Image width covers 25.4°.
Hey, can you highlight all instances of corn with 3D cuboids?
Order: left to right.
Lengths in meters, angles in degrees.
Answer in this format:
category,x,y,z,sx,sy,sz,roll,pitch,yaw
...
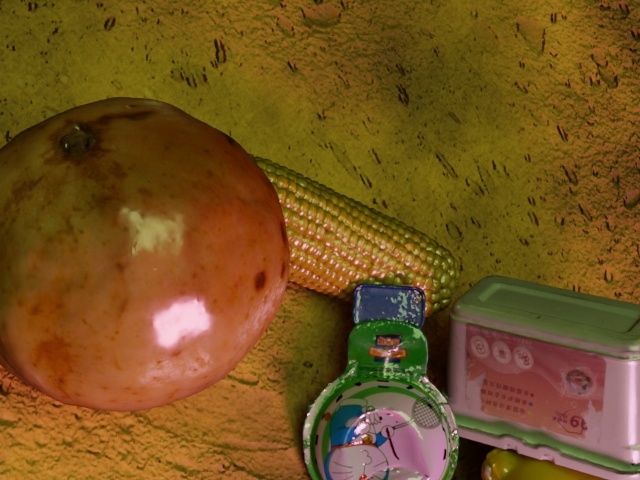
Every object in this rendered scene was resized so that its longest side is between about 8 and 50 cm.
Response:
category,x,y,z,sx,sy,sz,roll,pitch,yaw
corn,0.000,0.000,1.868,0.387,0.144,0.144,26,66,-20

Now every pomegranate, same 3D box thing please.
category,x,y,z,sx,sy,sz,roll,pitch,yaw
pomegranate,-0.227,0.040,1.640,0.410,0.410,0.410,7,72,-23

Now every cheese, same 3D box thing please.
category,x,y,z,sx,sy,sz,roll,pitch,yaw
cheese,0.079,0.217,1.827,0.204,0.083,0.320,3,91,1

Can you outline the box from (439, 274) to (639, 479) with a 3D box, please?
category,x,y,z,sx,sy,sz,roll,pitch,yaw
box,0.304,0.164,1.825,0.175,0.312,0.182,-33,127,-51

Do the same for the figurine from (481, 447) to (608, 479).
category,x,y,z,sx,sy,sz,roll,pitch,yaw
figurine,0.358,0.372,1.868,0.340,0.231,0.323,4,71,-29
